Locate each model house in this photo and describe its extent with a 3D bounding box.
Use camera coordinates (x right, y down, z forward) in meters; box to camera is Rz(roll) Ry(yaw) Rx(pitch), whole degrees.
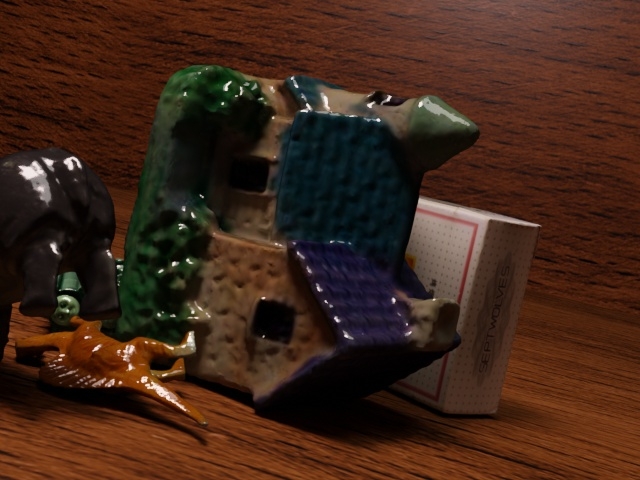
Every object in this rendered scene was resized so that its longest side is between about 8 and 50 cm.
[{"bbox_3d":[0.000,0.000,1.037,0.280,0.312,0.245,14,2,35],"label":"model house"}]

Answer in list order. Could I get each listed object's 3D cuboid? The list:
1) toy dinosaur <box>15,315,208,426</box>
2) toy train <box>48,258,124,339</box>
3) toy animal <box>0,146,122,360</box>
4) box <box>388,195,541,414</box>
[{"bbox_3d":[-0.176,0.102,0.902,0.142,0.057,0.212,-1,8,-18],"label":"toy dinosaur"},{"bbox_3d":[-0.242,0.061,1.136,0.111,0.071,0.170,2,8,-12],"label":"toy train"},{"bbox_3d":[-0.310,0.016,0.900,0.343,0.168,0.106,-3,-10,35],"label":"toy animal"},{"bbox_3d":[0.076,0.048,1.237,0.095,0.210,0.330,7,7,-39],"label":"box"}]
